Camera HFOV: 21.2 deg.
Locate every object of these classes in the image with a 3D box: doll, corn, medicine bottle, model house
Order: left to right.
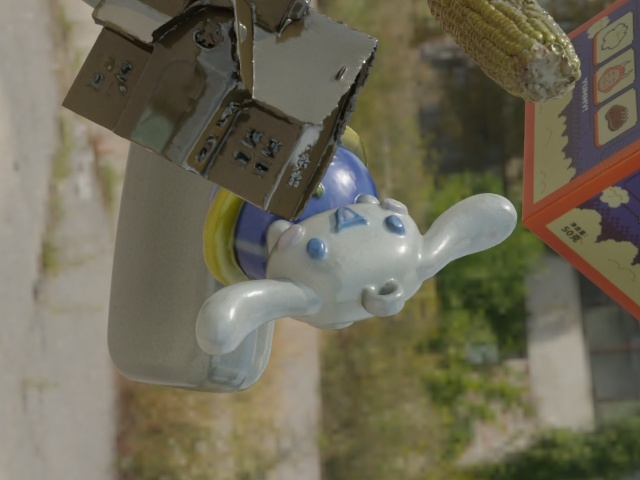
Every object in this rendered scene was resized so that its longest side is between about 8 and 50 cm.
[{"bbox_3d":[-0.142,-0.012,2.009,0.282,0.123,0.375,-1,-100,53],"label":"medicine bottle"},{"bbox_3d":[-0.048,-0.163,1.181,0.248,0.181,0.176,-64,173,1],"label":"model house"},{"bbox_3d":[-0.023,0.018,1.494,0.311,0.242,0.159,-30,149,-38],"label":"doll"},{"bbox_3d":[0.173,-0.214,1.673,0.320,0.097,0.097,-116,-162,-62],"label":"corn"}]

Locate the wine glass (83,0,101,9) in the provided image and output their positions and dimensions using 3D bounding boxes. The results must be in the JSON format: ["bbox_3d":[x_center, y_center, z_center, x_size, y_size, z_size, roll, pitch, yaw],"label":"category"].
[{"bbox_3d":[-0.167,-0.244,1.588,0.093,0.202,0.093,-60,-167,22],"label":"wine glass"}]

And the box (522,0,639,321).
[{"bbox_3d":[0.457,-0.092,2.128,0.348,0.257,0.318,38,37,-25],"label":"box"}]
